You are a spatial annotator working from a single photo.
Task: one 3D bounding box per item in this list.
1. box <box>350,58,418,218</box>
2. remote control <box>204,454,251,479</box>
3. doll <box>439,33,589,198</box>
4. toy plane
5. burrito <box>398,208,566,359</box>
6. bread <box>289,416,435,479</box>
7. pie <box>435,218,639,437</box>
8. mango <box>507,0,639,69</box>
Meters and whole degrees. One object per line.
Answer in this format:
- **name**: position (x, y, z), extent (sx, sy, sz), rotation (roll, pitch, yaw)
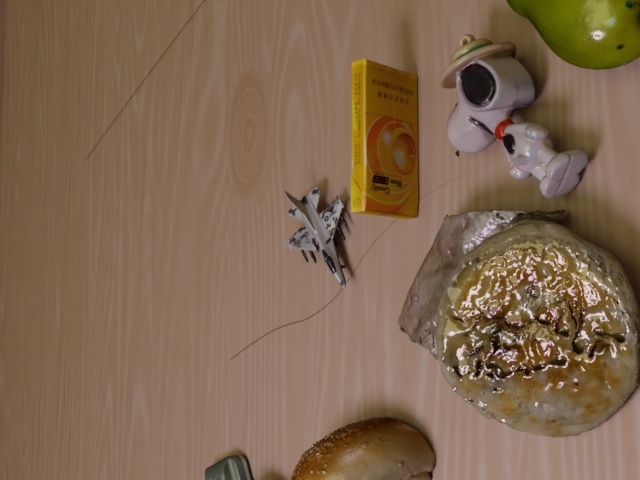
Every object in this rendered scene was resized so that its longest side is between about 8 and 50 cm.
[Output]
- **box**: position (0.117, -0.178, 1.489), extent (0.043, 0.152, 0.269), rotation (-6, 83, 46)
- **remote control**: position (-0.175, 0.641, 1.788), extent (0.128, 0.065, 0.335), rotation (-36, 62, 36)
- **doll**: position (0.310, -0.203, 1.318), extent (0.271, 0.144, 0.208), rotation (34, 131, 46)
- **toy plane**: position (0.006, -0.005, 1.656), extent (0.160, 0.082, 0.234), rotation (-39, 74, 26)
- **burrito**: position (0.245, 0.050, 1.378), extent (0.175, 0.107, 0.348), rotation (40, 118, 26)
- **bread**: position (0.034, 0.438, 1.494), extent (0.314, 0.192, 0.171), rotation (-48, 56, 32)
- **pie**: position (0.325, 0.139, 1.246), extent (0.339, 0.077, 0.339), rotation (7, 105, 29)
- **mango**: position (0.386, -0.364, 1.240), extent (0.293, 0.143, 0.175), rotation (53, 129, 47)
